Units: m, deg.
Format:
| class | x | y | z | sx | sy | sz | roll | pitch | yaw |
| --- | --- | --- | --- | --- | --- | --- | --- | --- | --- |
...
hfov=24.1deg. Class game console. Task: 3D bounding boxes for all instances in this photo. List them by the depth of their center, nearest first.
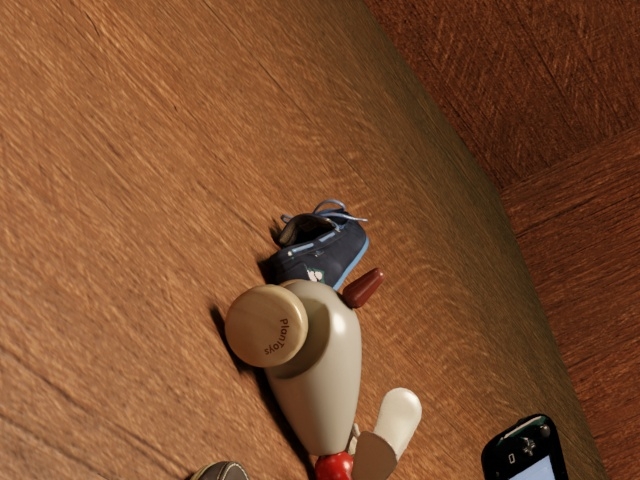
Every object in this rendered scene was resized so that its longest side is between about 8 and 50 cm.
| class | x | y | z | sx | sy | sz | roll | pitch | yaw |
| --- | --- | --- | --- | --- | --- | --- | --- | --- | --- |
| game console | 0.233 | 0.365 | 1.562 | 0.213 | 0.044 | 0.361 | -27 | 107 | -43 |

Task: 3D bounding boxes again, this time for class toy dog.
| class | x | y | z | sx | sy | sz | roll | pitch | yaw |
| --- | --- | --- | --- | --- | --- | --- | --- | --- | --- |
| toy dog | 0.040 | 0.161 | 1.547 | 0.334 | 0.161 | 0.220 | 59 | 15 | -20 |

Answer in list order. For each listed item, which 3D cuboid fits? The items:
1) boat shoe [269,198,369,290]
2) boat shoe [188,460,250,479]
| class | x | y | z | sx | sy | sz | roll | pitch | yaw |
| --- | --- | --- | --- | --- | --- | --- | --- | --- | --- |
| boat shoe | 0.000 | 0.000 | 1.813 | 0.089 | 0.109 | 0.258 | 58 | 12 | -10 |
| boat shoe | -0.069 | 0.239 | 1.179 | 0.080 | 0.073 | 0.223 | 61 | 14 | -15 |
